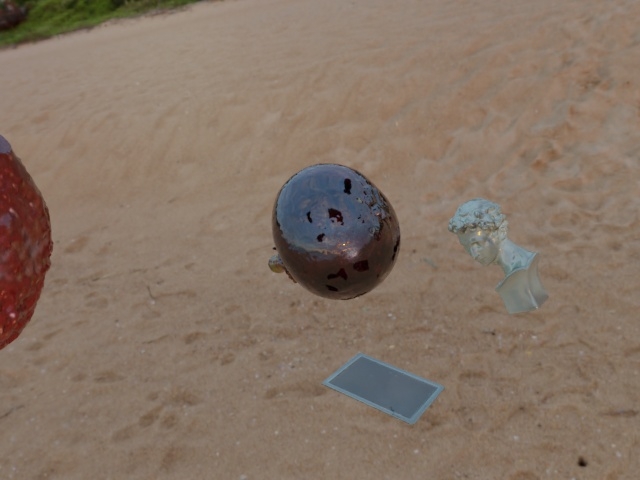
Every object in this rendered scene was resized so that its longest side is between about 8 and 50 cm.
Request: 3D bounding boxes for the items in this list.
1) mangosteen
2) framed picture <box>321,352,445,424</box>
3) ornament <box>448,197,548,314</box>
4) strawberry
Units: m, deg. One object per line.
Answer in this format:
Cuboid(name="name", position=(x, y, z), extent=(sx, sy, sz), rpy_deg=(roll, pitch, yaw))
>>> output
Cuboid(name="mangosteen", position=(0.000, 0.000, 0.996), extent=(0.261, 0.235, 0.235), rpy_deg=(-32, 12, 31))
Cuboid(name="framed picture", position=(0.184, 0.428, 1.699), extent=(0.296, 0.019, 0.232), rpy_deg=(18, 23, 30))
Cuboid(name="ornament", position=(0.401, 0.029, 1.278), extent=(0.120, 0.285, 0.130), rpy_deg=(-38, 6, 39))
Cuboid(name="strawberry", position=(-0.225, 0.012, 0.344), extent=(0.148, 0.131, 0.131), rpy_deg=(-39, 19, 15))
